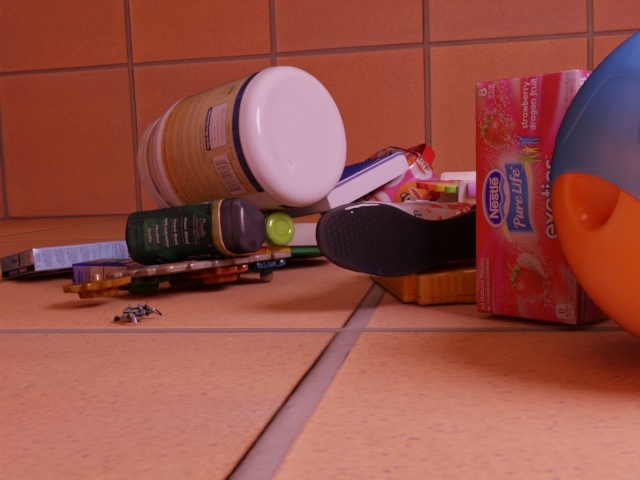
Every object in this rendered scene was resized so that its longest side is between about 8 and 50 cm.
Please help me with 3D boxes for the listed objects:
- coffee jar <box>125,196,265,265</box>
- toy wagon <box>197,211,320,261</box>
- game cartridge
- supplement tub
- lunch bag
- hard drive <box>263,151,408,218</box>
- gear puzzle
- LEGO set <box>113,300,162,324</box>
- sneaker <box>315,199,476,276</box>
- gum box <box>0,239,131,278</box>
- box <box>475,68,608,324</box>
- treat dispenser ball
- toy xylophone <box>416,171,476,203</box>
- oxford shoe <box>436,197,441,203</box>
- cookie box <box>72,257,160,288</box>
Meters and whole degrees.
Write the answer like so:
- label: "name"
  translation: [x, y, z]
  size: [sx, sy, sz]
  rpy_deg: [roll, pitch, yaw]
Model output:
- label: "coffee jar"
  translation: [-0.174, -0.012, 1.120]
  size: [0.184, 0.079, 0.096]
  rpy_deg: [-8, -8, 17]
- label: "toy wagon"
  translation: [-0.127, 0.000, 1.380]
  size: [0.344, 0.068, 0.267]
  rpy_deg: [-1, -5, -38]
- label: "game cartridge"
  translation: [0.247, 0.041, 1.102]
  size: [0.323, 0.053, 0.285]
  rpy_deg: [-5, 5, -5]
- label: "supplement tub"
  translation: [-0.140, -0.152, 1.340]
  size: [0.316, 0.228, 0.228]
  rpy_deg: [-8, 0, 41]
- label: "lunch bag"
  translation: [0.127, -0.102, 1.614]
  size: [0.258, 0.120, 0.293]
  rpy_deg: [-41, 14, 2]
- label: "hard drive"
  translation: [-0.015, -0.090, 1.501]
  size: [0.210, 0.040, 0.318]
  rpy_deg: [-30, 13, -38]
- label: "gear puzzle"
  translation: [-0.203, 0.056, 1.136]
  size: [0.175, 0.044, 0.339]
  rpy_deg: [-7, -1, 42]
- label: "LEGO set"
  translation: [-0.221, 0.082, 0.942]
  size: [0.054, 0.023, 0.083]
  rpy_deg: [-5, 6, -29]
- label: "sneaker"
  translation: [0.092, -0.006, 1.002]
  size: [0.270, 0.090, 0.145]
  rpy_deg: [-4, 4, -26]
- label: "gum box"
  translation: [-0.449, 0.033, 1.407]
  size: [0.184, 0.041, 0.157]
  rpy_deg: [-6, -3, -41]
- label: "box"
  translation: [0.252, -0.046, 0.852]
  size: [0.122, 0.257, 0.128]
  rpy_deg: [-4, 5, -41]
- label: "treat dispenser ball"
  translation: [0.328, -0.044, 0.620]
  size: [0.288, 0.288, 0.288]
  rpy_deg: [-2, 5, 0]
- label: "toy xylophone"
  translation: [0.296, -0.069, 1.300]
  size: [0.236, 0.081, 0.323]
  rpy_deg: [-2, 7, -5]
- label: "oxford shoe"
  translation: [0.241, -0.017, 1.574]
  size: [0.130, 0.123, 0.348]
  rpy_deg: [-30, 13, -14]
- label: "cookie box"
  translation: [-0.323, 0.051, 1.257]
  size: [0.107, 0.040, 0.092]
  rpy_deg: [0, 5, 20]
